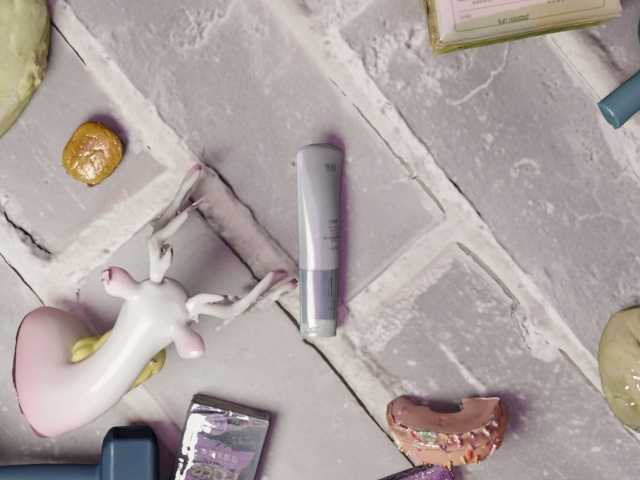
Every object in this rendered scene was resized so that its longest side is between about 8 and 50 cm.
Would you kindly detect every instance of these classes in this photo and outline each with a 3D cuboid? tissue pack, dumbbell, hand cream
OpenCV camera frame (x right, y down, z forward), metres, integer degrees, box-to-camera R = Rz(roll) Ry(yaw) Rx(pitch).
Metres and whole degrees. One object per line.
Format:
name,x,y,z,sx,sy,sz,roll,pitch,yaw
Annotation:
tissue pack,-0.138,0.297,1.386,0.112,0.051,0.156,15,93,-1
dumbbell,-0.364,0.314,1.311,0.316,0.144,0.157,1,123,-12
tissue pack,0.242,-0.335,1.301,0.234,0.125,0.159,-10,95,1
hand cream,0.000,0.000,1.360,0.048,0.079,0.255,3,95,41

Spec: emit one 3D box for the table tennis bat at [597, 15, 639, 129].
table tennis bat,0.499,-0.267,1.344,0.329,0.044,0.215,-40,93,1

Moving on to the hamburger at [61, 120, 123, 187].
hamburger,-0.302,-0.115,1.367,0.076,0.044,0.083,29,91,-2

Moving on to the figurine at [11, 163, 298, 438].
figurine,-0.219,0.075,1.301,0.315,0.284,0.206,-27,104,27

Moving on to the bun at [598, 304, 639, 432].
bun,0.455,0.176,1.331,0.178,0.128,0.193,0,96,0

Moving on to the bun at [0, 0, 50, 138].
bun,-0.529,-0.266,1.284,0.364,0.202,0.365,0,95,-1

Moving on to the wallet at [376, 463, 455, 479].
wallet,0.114,0.372,1.396,0.165,0.030,0.111,-21,92,2

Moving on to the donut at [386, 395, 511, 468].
donut,0.166,0.253,1.346,0.166,0.117,0.065,-2,111,10
